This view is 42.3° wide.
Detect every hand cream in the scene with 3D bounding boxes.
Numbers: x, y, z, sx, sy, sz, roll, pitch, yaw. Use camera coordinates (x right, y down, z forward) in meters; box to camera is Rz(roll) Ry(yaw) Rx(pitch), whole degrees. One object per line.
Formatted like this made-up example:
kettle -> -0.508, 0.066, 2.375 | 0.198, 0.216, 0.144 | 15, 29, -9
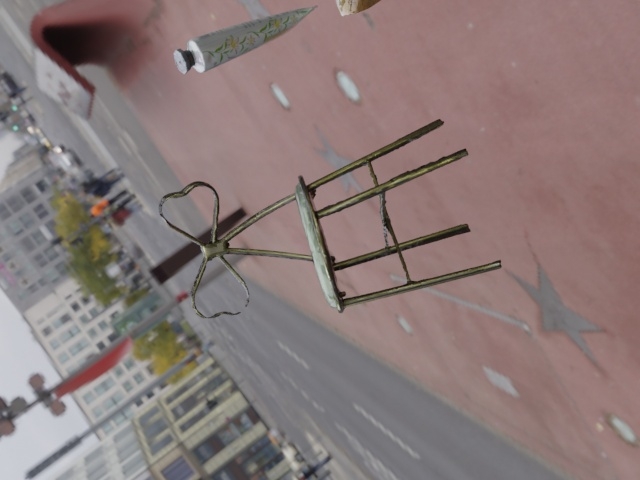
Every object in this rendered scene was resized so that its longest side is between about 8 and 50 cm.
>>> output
hand cream -> -0.092, -0.254, 1.040 | 0.042, 0.195, 0.067 | 64, 155, -1

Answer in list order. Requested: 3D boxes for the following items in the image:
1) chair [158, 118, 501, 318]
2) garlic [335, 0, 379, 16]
chair -> 0.000, 0.000, 0.853 | 0.170, 0.326, 0.159 | -103, -4, -70
garlic -> 0.085, -0.377, 1.040 | 0.087, 0.195, 0.101 | 37, 162, 43
